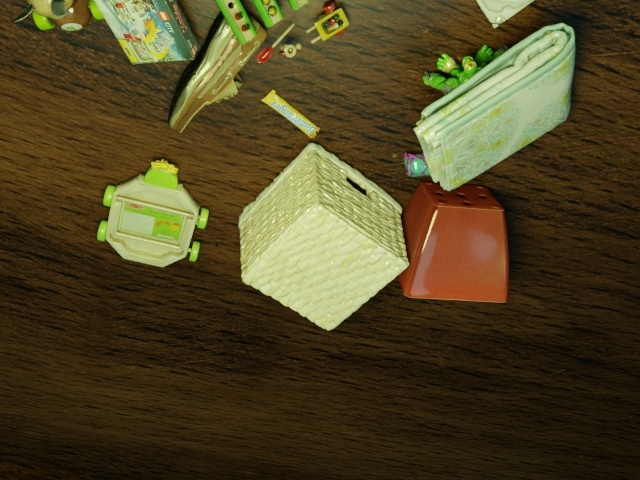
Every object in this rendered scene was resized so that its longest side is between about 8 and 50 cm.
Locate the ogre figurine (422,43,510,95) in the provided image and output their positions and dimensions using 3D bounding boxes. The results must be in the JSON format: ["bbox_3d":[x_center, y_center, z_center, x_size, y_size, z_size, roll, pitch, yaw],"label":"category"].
[{"bbox_3d":[0.340,-0.379,1.468,0.197,0.118,0.097,-2,128,-2],"label":"ogre figurine"}]

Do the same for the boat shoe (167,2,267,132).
[{"bbox_3d":[-0.233,-0.366,1.455,0.120,0.122,0.324,25,124,-26],"label":"boat shoe"}]

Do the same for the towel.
[{"bbox_3d":[0.393,-0.280,1.451,0.374,0.090,0.320,-32,157,5],"label":"towel"}]

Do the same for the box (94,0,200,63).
[{"bbox_3d":[-0.370,-0.475,1.348,0.159,0.044,0.233,1,145,18],"label":"box"}]

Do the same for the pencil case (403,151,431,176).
[{"bbox_3d":[0.289,-0.199,1.643,0.152,0.064,0.070,-6,144,2],"label":"pencil case"}]

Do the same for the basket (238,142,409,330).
[{"bbox_3d":[0.000,0.000,1.664,0.328,0.266,0.331,33,122,-26],"label":"basket"}]

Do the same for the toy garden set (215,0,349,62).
[{"bbox_3d":[-0.064,-0.478,1.359,0.244,0.049,0.204,-35,126,-5],"label":"toy garden set"}]

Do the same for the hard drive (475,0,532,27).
[{"bbox_3d":[0.362,-0.633,1.305,0.237,0.064,0.339,-33,122,21],"label":"hard drive"}]

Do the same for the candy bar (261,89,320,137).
[{"bbox_3d":[-0.068,-0.305,1.574,0.161,0.018,0.040,35,119,-25],"label":"candy bar"}]

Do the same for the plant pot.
[{"bbox_3d":[0.344,-0.013,1.688,0.267,0.267,0.235,4,114,-5],"label":"plant pot"}]

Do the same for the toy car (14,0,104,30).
[{"bbox_3d":[-0.535,-0.476,1.309,0.155,0.188,0.149,-9,128,5],"label":"toy car"}]

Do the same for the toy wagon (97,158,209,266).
[{"bbox_3d":[-0.432,-0.076,1.709,0.267,0.068,0.344,14,126,-13],"label":"toy wagon"}]
